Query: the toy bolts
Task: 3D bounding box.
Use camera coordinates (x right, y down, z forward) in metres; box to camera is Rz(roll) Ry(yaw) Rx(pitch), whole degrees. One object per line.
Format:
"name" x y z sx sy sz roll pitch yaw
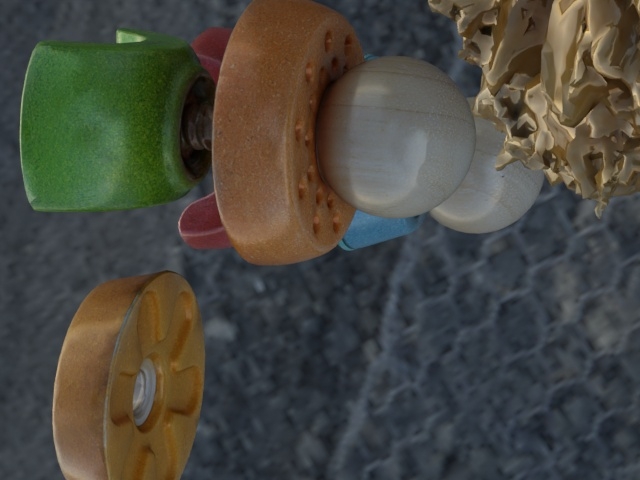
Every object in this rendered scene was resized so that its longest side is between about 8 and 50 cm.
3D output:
"toy bolts" 0.000 0.000 0.807 0.158 0.228 0.218 6 105 18

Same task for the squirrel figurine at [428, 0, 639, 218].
"squirrel figurine" 0.062 -0.202 0.431 0.281 0.370 0.397 -40 78 28
